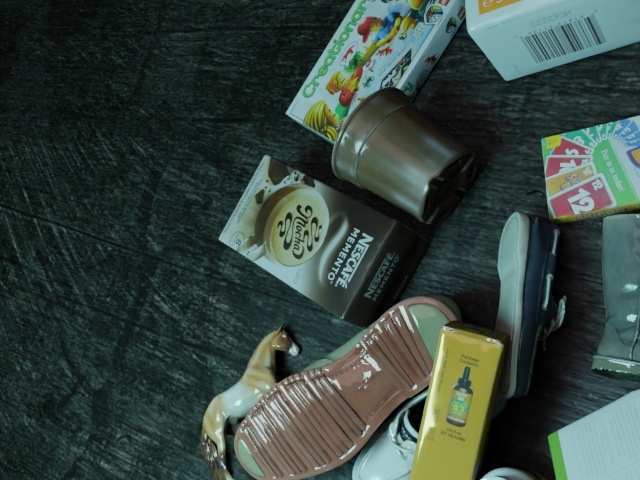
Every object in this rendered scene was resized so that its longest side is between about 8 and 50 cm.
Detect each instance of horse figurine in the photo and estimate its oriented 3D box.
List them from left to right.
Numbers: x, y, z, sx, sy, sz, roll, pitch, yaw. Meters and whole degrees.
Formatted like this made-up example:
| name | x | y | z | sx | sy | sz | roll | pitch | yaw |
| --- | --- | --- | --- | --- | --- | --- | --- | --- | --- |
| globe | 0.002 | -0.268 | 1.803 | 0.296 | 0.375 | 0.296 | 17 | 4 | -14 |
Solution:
| name | x | y | z | sx | sy | sz | roll | pitch | yaw |
| --- | --- | --- | --- | --- | --- | --- | --- | --- | --- |
| horse figurine | -0.114 | 0.280 | 1.184 | 0.263 | 0.066 | 0.174 | -46 | 60 | 10 |

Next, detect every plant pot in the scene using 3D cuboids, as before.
| name | x | y | z | sx | sy | sz | roll | pitch | yaw |
| --- | --- | --- | --- | --- | --- | --- | --- | --- | --- |
| plant pot | 0.134 | -0.119 | 1.100 | 0.165 | 0.167 | 0.167 | 39 | 98 | 28 |

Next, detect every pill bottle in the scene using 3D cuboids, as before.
| name | x | y | z | sx | sy | sz | roll | pitch | yaw |
| --- | --- | --- | --- | --- | --- | --- | --- | --- | --- |
| pill bottle | 0.236 | 0.316 | 0.875 | 0.086 | 0.152 | 0.086 | -12 | 68 | 31 |

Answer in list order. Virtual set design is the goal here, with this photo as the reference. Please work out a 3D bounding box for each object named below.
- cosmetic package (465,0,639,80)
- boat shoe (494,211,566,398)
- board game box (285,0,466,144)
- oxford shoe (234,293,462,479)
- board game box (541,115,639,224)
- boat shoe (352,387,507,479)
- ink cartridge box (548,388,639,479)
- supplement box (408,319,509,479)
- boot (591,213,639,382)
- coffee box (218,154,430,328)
| name | x | y | z | sx | sy | sz | roll | pitch | yaw |
| --- | --- | --- | --- | --- | --- | --- | --- | --- | --- |
| cosmetic package | 0.335 | -0.494 | 1.080 | 0.230 | 0.161 | 0.452 | -13 | 67 | 31 |
| boat shoe | 0.276 | 0.086 | 0.962 | 0.079 | 0.095 | 0.254 | 12 | 63 | -4 |
| board game box | 0.092 | -0.301 | 1.247 | 0.193 | 0.053 | 0.305 | 36 | 96 | 38 |
| oxford shoe | 0.048 | 0.216 | 1.054 | 0.397 | 0.146 | 0.140 | -36 | 83 | 17 |
| board game box | 0.428 | -0.104 | 0.963 | 0.260 | 0.039 | 0.124 | -10 | 69 | 29 |
| boat shoe | 0.136 | 0.264 | 1.001 | 0.268 | 0.088 | 0.096 | -39 | 57 | 18 |
| ink cartridge box | 0.382 | 0.245 | 0.760 | 0.255 | 0.097 | 0.188 | -39 | 24 | 29 |
| supplement box | 0.168 | 0.220 | 0.896 | 0.078 | 0.080 | 0.233 | 14 | 99 | 23 |
| boot | 0.426 | 0.071 | 0.889 | 0.190 | 0.076 | 0.208 | 7 | 72 | 34 |
| coffee box | 0.000 | 0.000 | 1.166 | 0.297 | 0.119 | 0.168 | 29 | 91 | 38 |
